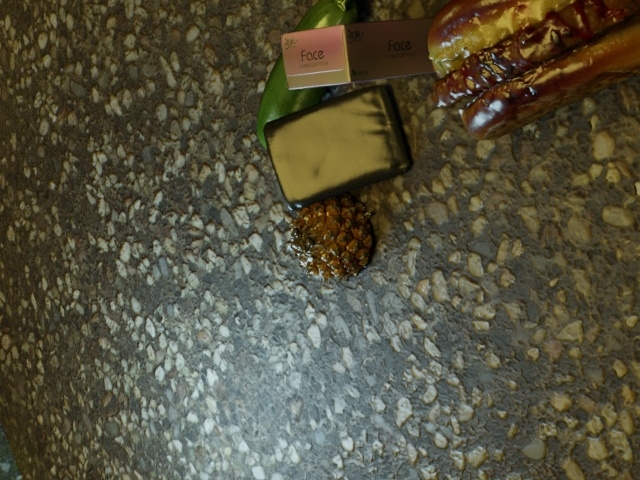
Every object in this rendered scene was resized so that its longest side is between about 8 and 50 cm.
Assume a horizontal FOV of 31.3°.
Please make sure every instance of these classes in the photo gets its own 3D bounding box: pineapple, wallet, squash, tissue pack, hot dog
[{"bbox_3d":[-0.003,-0.001,2.077,0.161,0.136,0.176,48,133,27],"label":"pineapple"},{"bbox_3d":[0.029,-0.162,2.006,0.245,0.052,0.169,-17,91,22],"label":"wallet"},{"bbox_3d":[-0.029,-0.300,2.039,0.107,0.107,0.395,53,135,23],"label":"squash"},{"bbox_3d":[0.079,-0.299,1.815,0.148,0.246,0.093,2,102,46],"label":"tissue pack"},{"bbox_3d":[0.297,-0.274,1.605,0.405,0.223,0.185,-24,81,48],"label":"hot dog"}]
